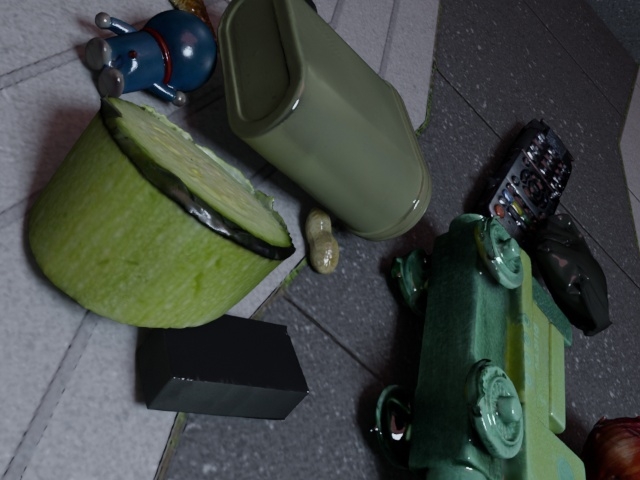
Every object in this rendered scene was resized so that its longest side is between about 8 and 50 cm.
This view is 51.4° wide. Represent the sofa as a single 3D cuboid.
[{"bbox_3d":[-0.091,0.115,0.606,0.147,0.060,0.085,15,38,-38],"label":"sofa"}]

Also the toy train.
[{"bbox_3d":[0.198,0.154,0.784,0.253,0.160,0.397,43,40,-27],"label":"toy train"}]

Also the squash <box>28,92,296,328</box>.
[{"bbox_3d":[-0.132,-0.022,0.609,0.220,0.133,0.220,33,18,-12],"label":"squash"}]

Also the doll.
[{"bbox_3d":[-0.171,-0.197,0.712,0.151,0.085,0.114,-31,101,-39],"label":"doll"}]

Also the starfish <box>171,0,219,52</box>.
[{"bbox_3d":[-0.153,-0.418,0.872,0.301,0.084,0.294,43,43,-8],"label":"starfish"}]

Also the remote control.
[{"bbox_3d":[0.358,-0.097,1.169,0.145,0.062,0.399,50,42,-6],"label":"remote control"}]

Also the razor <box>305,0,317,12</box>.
[{"bbox_3d":[-0.051,-0.288,0.904,0.090,0.054,0.148,31,47,-26],"label":"razor"}]

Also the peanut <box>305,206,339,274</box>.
[{"bbox_3d":[0.000,0.000,0.778,0.037,0.037,0.083,1,66,-44],"label":"peanut"}]

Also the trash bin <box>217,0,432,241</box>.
[{"bbox_3d":[0.005,-0.144,0.760,0.247,0.121,0.244,32,36,-46],"label":"trash bin"}]

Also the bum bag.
[{"bbox_3d":[0.363,0.044,0.976,0.142,0.079,0.326,57,24,0],"label":"bum bag"}]

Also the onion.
[{"bbox_3d":[0.385,0.343,0.844,0.230,0.163,0.230,61,10,-18],"label":"onion"}]
